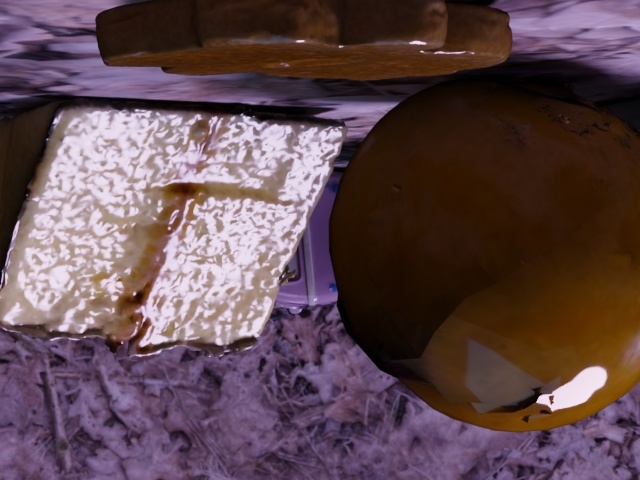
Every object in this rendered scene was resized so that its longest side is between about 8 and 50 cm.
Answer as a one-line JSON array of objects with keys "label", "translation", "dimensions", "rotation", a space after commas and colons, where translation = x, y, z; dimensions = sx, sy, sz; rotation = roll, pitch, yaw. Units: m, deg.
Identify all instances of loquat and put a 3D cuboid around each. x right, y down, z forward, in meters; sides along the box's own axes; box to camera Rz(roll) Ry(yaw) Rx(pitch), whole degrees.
[{"label": "loquat", "translation": [0.118, 0.006, 1.105], "dimensions": [0.235, 0.235, 0.235], "rotation": [-2, 177, 0]}]

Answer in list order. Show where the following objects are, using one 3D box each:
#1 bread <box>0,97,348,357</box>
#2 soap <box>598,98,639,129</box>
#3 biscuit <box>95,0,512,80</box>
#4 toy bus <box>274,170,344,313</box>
[{"label": "bread", "translation": [-0.109, -0.004, 1.225], "dimensions": [0.240, 0.178, 0.135], "rotation": [2, 177, -31]}, {"label": "soap", "translation": [0.329, -0.027, 1.228], "dimensions": [0.261, 0.156, 0.446], "rotation": [1, 177, -32]}, {"label": "biscuit", "translation": [0.004, -0.099, 0.803], "dimensions": [0.166, 0.036, 0.226], "rotation": [-3, 179, 44]}, {"label": "toy bus", "translation": [0.000, 0.000, 1.775], "dimensions": [0.142, 0.141, 0.202], "rotation": [-7, 176, -2]}]
